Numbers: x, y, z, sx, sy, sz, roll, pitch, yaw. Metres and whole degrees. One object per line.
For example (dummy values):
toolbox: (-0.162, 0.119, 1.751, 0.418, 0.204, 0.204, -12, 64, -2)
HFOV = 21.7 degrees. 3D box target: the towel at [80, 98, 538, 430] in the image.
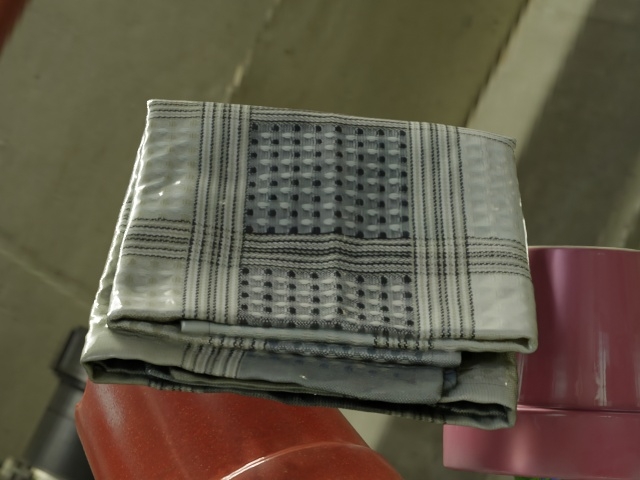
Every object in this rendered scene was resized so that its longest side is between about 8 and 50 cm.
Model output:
towel: (0.000, 0.000, 1.239, 0.324, 0.312, 0.056, -85, 3, -50)

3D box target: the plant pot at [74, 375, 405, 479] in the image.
plant pot: (-0.072, 0.213, 1.438, 0.272, 0.265, 0.272, -20, -41, -19)

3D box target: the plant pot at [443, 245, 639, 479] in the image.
plant pot: (0.202, 0.098, 1.346, 0.201, 0.201, 0.180, 9, -97, -52)

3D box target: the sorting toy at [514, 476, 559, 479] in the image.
sorting toy: (0.273, 0.261, 2.007, 0.042, 0.061, 0.102, -19, -24, -37)
